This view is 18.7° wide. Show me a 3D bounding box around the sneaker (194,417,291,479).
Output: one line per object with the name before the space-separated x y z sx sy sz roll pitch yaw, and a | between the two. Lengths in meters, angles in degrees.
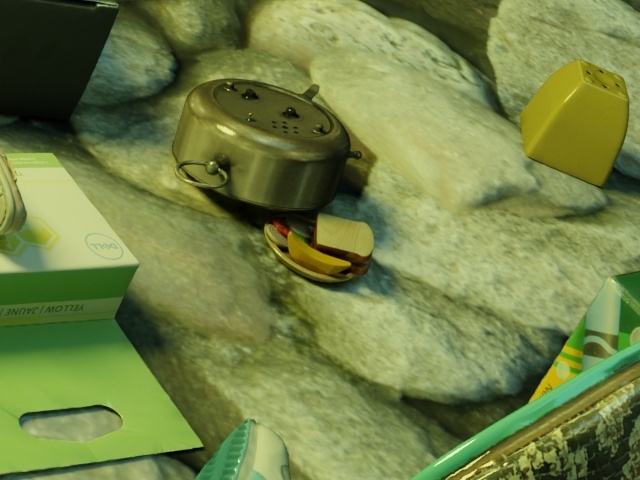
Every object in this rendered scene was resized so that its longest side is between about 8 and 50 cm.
sneaker | -0.030 0.195 1.046 0.092 0.087 0.229 24 36 -22

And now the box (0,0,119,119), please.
box | -0.266 -0.194 1.425 0.153 0.108 0.207 5 37 -36

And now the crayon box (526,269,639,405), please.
crayon box | 0.251 0.194 1.152 0.083 0.203 0.323 -8 45 -46

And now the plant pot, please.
plant pot | 0.237 -0.113 1.753 0.081 0.083 0.081 22 29 -12

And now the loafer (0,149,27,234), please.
loafer | -0.211 -0.046 1.199 0.039 0.045 0.125 5 31 -47

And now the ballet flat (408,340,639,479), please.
ballet flat | 0.236 0.086 1.009 0.482 0.164 0.182 -33 76 -38

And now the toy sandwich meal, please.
toy sandwich meal | 0.000 0.000 1.424 0.085 0.029 0.086 21 30 -13

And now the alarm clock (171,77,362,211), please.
alarm clock | -0.051 -0.070 1.442 0.129 0.064 0.192 26 28 16

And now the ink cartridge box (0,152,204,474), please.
ink cartridge box | -0.185 0.036 1.187 0.171 0.056 0.235 -3 39 -44
